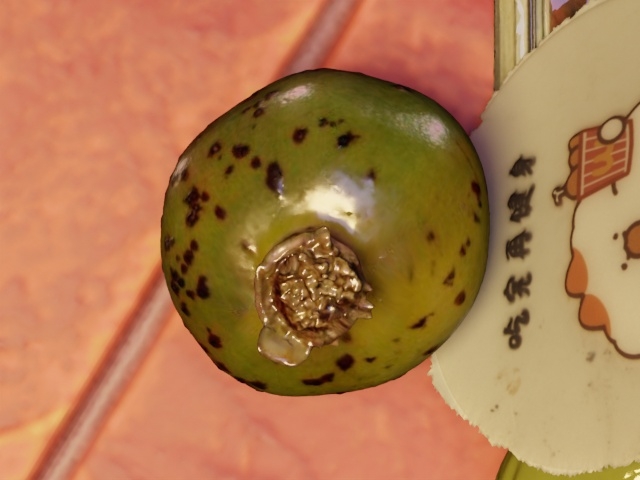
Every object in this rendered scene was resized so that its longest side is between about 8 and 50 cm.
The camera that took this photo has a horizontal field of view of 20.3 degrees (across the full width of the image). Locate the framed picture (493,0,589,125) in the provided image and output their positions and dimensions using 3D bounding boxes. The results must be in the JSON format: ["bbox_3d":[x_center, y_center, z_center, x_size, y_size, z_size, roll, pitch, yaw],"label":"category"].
[{"bbox_3d":[0.175,-0.152,0.716,0.216,0.016,0.273,-1,88,-2],"label":"framed picture"}]

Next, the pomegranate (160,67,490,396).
[{"bbox_3d":[-0.001,-0.004,0.650,0.130,0.130,0.130,0,88,-2],"label":"pomegranate"}]

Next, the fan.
[{"bbox_3d":[0.151,-0.027,0.588,0.009,0.329,0.191,25,60,-37],"label":"fan"}]

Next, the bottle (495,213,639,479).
[{"bbox_3d":[0.164,0.009,0.653,0.112,0.112,0.260,26,92,-1],"label":"bottle"}]
